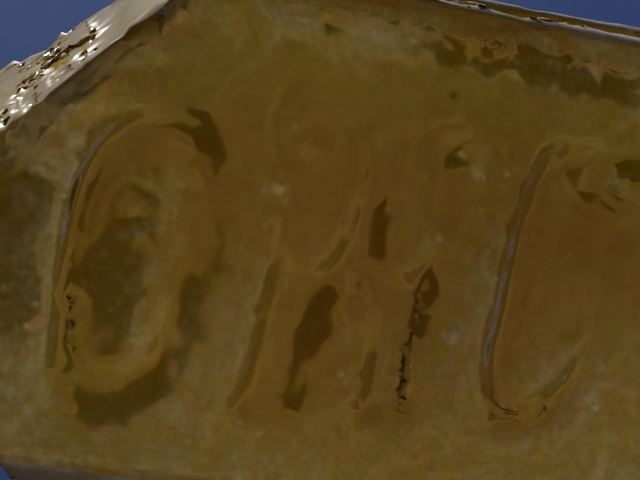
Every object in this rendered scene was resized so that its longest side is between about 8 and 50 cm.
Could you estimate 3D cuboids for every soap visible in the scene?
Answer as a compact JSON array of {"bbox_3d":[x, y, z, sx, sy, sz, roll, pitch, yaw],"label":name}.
[{"bbox_3d":[0.000,0.000,0.455,0.257,0.080,0.160,8,-78,-14],"label":"soap"}]
